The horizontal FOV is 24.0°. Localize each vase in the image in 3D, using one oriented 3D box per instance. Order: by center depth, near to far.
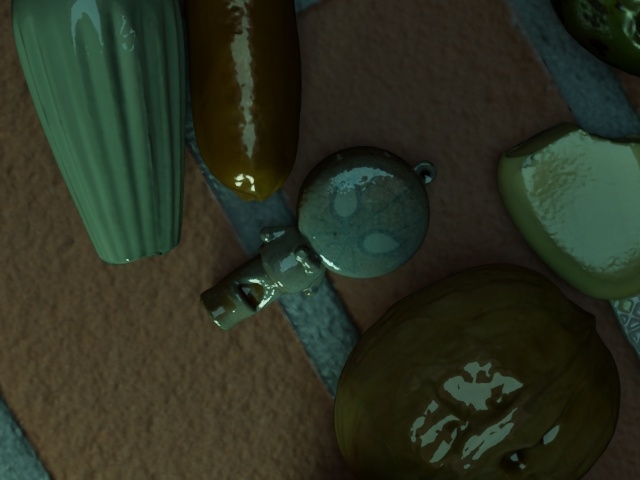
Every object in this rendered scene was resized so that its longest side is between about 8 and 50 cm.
[{"bbox_3d":[-0.160,-0.105,1.164,0.128,0.128,0.248,-9,106,1],"label":"vase"}]

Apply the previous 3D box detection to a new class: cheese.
[{"bbox_3d":[0.245,0.020,1.220,0.127,0.050,0.255,-28,99,2],"label":"cheese"}]

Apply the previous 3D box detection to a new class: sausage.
[{"bbox_3d":[-0.060,-0.149,1.168,0.098,0.098,0.238,-5,96,0],"label":"sausage"}]

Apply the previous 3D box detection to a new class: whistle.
[{"bbox_3d":[0.000,0.000,1.212,0.220,0.057,0.107,-35,111,9],"label":"whistle"}]

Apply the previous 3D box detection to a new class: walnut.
[{"bbox_3d":[0.121,0.123,1.163,0.222,0.195,0.195,-34,97,5],"label":"walnut"}]

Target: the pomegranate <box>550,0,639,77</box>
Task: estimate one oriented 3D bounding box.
[{"bbox_3d":[0.279,-0.232,1.125,0.211,0.211,0.263,35,55,-5],"label":"pomegranate"}]
